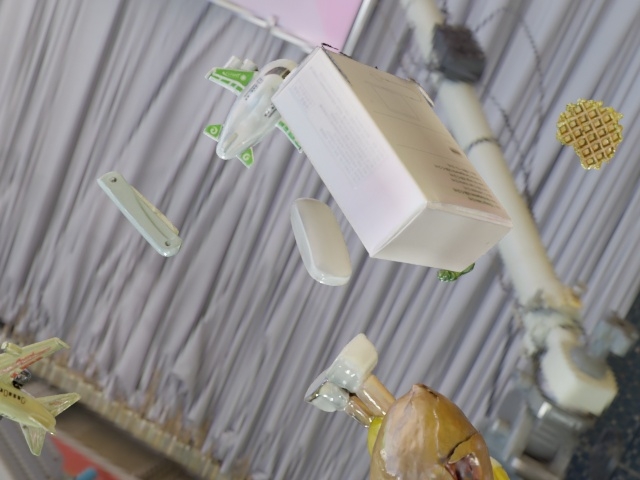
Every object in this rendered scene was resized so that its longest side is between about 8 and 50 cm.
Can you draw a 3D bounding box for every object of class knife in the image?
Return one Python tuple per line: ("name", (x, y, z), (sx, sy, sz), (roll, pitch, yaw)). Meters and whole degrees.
("knife", (-0.251, -0.039, 1.642), (0.044, 0.023, 0.162), (-35, -111, -23))

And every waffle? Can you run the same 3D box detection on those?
("waffle", (0.317, -0.128, 1.381), (0.085, 0.078, 0.016), (29, -171, -15))

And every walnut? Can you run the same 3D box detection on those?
("walnut", (0.115, 0.268, 1.204), (0.137, 0.245, 0.137), (-3, -175, 0))

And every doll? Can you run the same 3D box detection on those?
("doll", (0.141, 0.348, 1.960), (0.423, 0.161, 0.348), (56, 156, -16))

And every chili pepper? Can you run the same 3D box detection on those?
("chili pepper", (0.184, 0.044, 1.609), (0.083, 0.027, 0.022), (-18, -97, -47))

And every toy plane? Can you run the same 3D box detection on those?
("toy plane", (-0.467, 0.213, 1.651), (0.244, 0.229, 0.092), (36, -179, -28))
("toy plane", (-0.087, -0.184, 1.643), (0.174, 0.174, 0.080), (23, 172, -1))

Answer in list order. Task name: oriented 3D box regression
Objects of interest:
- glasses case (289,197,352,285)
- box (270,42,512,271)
("glasses case", (0.000, 0.000, 1.635), (0.063, 0.041, 0.164), (7, -141, -25))
("box", (0.086, -0.094, 1.373), (0.203, 0.106, 0.251), (10, -139, -54))
